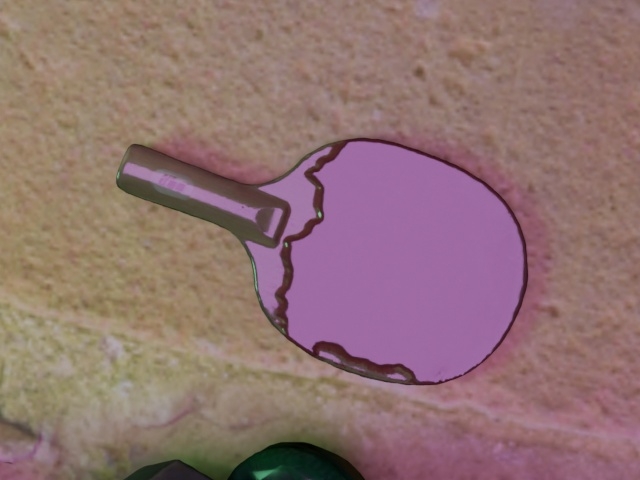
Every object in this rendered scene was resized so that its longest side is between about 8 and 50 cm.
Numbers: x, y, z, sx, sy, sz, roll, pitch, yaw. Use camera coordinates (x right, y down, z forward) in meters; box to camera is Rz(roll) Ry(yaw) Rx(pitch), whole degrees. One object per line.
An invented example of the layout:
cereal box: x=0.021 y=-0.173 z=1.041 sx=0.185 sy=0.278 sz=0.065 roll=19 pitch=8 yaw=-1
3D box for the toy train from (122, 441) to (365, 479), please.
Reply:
toy train: x=0.000 y=0.264 z=0.459 sx=0.429 sy=0.178 sz=0.249 roll=26 pitch=110 yaw=17

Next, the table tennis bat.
table tennis bat: x=0.000 y=0.000 z=0.548 sx=0.234 sy=0.022 sz=0.131 roll=20 pitch=95 yaw=0
